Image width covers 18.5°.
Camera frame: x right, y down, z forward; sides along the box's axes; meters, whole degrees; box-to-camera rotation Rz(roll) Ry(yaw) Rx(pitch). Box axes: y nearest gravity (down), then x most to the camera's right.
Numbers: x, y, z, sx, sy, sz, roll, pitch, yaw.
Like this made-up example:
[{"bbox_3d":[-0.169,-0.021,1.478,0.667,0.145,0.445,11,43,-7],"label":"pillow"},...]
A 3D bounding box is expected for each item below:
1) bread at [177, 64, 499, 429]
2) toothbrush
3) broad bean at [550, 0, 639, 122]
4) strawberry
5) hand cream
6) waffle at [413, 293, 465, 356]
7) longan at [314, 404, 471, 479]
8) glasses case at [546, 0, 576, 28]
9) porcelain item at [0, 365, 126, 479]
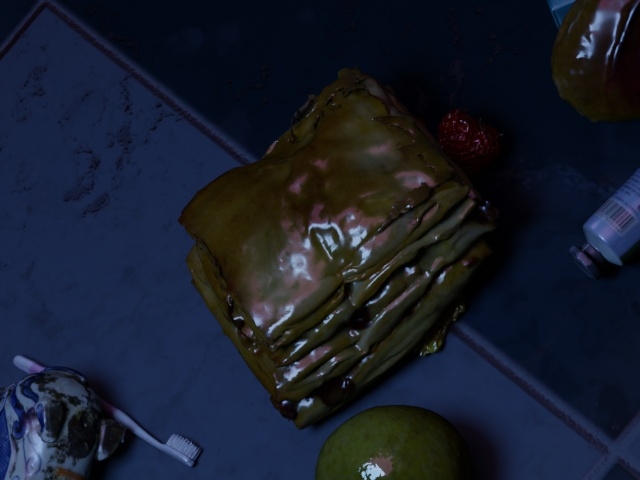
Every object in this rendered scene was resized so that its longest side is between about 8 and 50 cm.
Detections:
[{"bbox_3d":[0.000,0.000,2.070,0.324,0.167,0.277,-46,55,11],"label":"bread"},{"bbox_3d":[-0.243,0.186,2.215,0.286,0.020,0.025,24,72,33],"label":"toothbrush"},{"bbox_3d":[0.342,-0.220,2.042,0.228,0.156,0.122,-45,17,17],"label":"broad bean"},{"bbox_3d":[0.155,-0.098,2.117,0.073,0.073,0.083,32,98,34],"label":"strawberry"},{"bbox_3d":[0.363,-0.067,2.005,0.271,0.058,0.091,-45,44,-2],"label":"hand cream"},{"bbox_3d":[0.116,0.078,2.083,0.085,0.016,0.078,-45,56,1],"label":"waffle"},{"bbox_3d":[0.074,0.230,1.971,0.154,0.176,0.145,12,115,9],"label":"longan"},{"bbox_3d":[0.270,-0.374,2.188,0.117,0.070,0.301,-21,57,9],"label":"glasses case"},{"bbox_3d":[-0.328,0.277,2.148,0.186,0.138,0.288,-11,63,40],"label":"porcelain item"}]
